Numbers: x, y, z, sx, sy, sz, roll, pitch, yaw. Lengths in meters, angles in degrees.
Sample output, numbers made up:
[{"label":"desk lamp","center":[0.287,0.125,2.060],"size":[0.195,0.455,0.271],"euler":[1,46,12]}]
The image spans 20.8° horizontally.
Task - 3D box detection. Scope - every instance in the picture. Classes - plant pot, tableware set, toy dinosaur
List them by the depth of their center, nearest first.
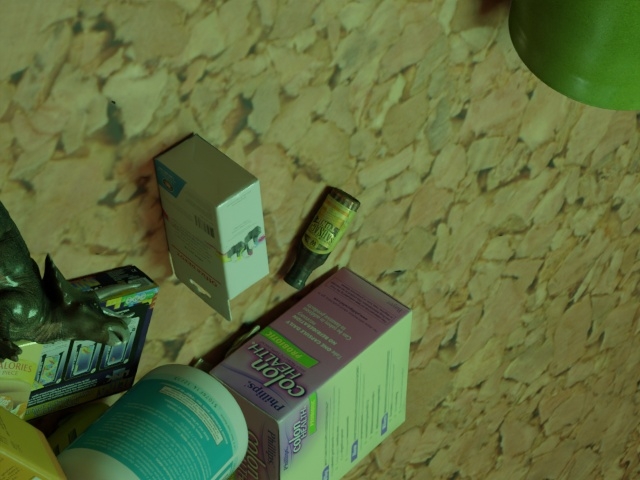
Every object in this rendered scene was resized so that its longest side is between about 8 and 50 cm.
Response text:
[{"label":"toy dinosaur","center":[-0.321,0.020,1.626],"size":[0.313,0.121,0.160],"euler":[49,35,-21]},{"label":"plant pot","center":[0.363,-0.347,1.974],"size":[0.366,0.366,0.353],"euler":[-32,154,-30]},{"label":"tableware set","center":[-0.110,0.176,2.123],"size":[0.141,0.020,0.169],"euler":[-43,146,-15]}]

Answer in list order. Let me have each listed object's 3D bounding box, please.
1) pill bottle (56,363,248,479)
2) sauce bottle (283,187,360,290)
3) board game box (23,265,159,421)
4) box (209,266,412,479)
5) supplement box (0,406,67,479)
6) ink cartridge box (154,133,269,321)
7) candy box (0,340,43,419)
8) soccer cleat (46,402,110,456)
[{"label":"pill bottle","center":[-0.198,0.252,1.833],"size":[0.264,0.146,0.146],"euler":[-43,151,-50]},{"label":"sauce bottle","center":[0.000,0.000,2.076],"size":[0.042,0.042,0.128],"euler":[19,103,-56]},{"label":"board game box","center":[-0.261,0.110,1.848],"size":[0.170,0.048,0.141],"euler":[-14,132,-45]},{"label":"box","center":[-0.011,0.193,2.150],"size":[0.243,0.117,0.214],"euler":[-39,147,-32]},{"label":"supplement box","center":[-0.330,0.195,1.640],"size":[0.080,0.078,0.233],"euler":[-35,148,2]},{"label":"ink cartridge box","center":[-0.113,-0.012,1.867],"size":[0.061,0.104,0.181],"euler":[-34,143,-26]},{"label":"candy box","center":[-0.427,0.175,1.663],"size":[0.316,0.087,0.183],"euler":[-12,129,-46]},{"label":"soccer cleat","center":[-0.294,0.316,1.926],"size":[0.289,0.121,0.093],"euler":[-57,146,0]}]
